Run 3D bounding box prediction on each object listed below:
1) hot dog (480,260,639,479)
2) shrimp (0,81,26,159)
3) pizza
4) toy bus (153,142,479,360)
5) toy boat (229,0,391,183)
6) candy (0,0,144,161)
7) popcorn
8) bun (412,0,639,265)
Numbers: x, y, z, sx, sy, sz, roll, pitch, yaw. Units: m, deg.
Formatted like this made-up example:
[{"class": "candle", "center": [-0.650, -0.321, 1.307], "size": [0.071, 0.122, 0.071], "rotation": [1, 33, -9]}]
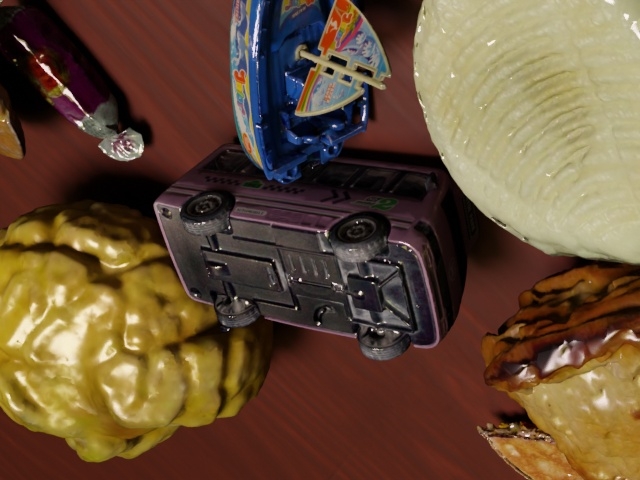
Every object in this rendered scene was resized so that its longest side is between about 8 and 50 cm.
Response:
[{"class": "hot dog", "center": [0.219, 0.106, 0.692], "size": [0.175, 0.114, 0.259], "rotation": [-26, 119, 41]}, {"class": "shrimp", "center": [-0.282, -0.178, 0.798], "size": [0.169, 0.058, 0.296], "rotation": [25, 147, 57]}, {"class": "pizza", "center": [0.176, 0.159, 0.837], "size": [0.100, 0.029, 0.099], "rotation": [-5, 132, 42]}, {"class": "toy bus", "center": [0.000, 0.000, 0.752], "size": [0.199, 0.108, 0.096], "rotation": [9, 131, 31]}, {"class": "toy boat", "center": [0.003, -0.106, 0.665], "size": [0.110, 0.091, 0.175], "rotation": [29, 137, 39]}, {"class": "candy", "center": [-0.188, -0.123, 0.826], "size": [0.175, 0.043, 0.045], "rotation": [49, 142, -18]}, {"class": "popcorn", "center": [-0.151, 0.065, 0.892], "size": [0.203, 0.226, 0.200], "rotation": [82, 173, -83]}, {"class": "bun", "center": [0.139, -0.082, 0.562], "size": [0.195, 0.118, 0.195], "rotation": [32, 141, 31]}]
